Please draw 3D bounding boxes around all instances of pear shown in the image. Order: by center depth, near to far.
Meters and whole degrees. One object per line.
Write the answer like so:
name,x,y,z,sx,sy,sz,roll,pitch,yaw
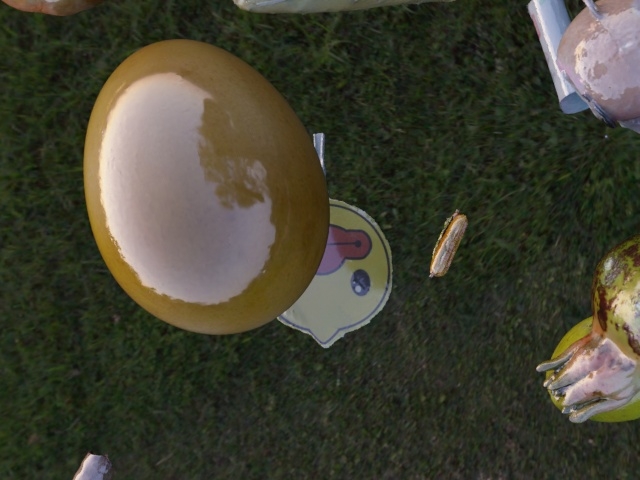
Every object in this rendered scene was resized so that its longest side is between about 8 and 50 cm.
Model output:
pear,0.561,0.241,1.520,0.269,0.212,0.212,-17,91,-5

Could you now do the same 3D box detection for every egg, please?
egg,-0.123,-0.059,0.850,0.250,0.250,0.322,-21,82,21

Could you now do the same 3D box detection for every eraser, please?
eraser,0.518,-0.399,1.700,0.081,0.174,0.227,-20,78,22

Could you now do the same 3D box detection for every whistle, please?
whistle,0.456,-0.215,1.104,0.189,0.189,0.348,-33,124,20

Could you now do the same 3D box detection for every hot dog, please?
hot dog,0.223,0.006,1.418,0.041,0.056,0.133,23,82,22

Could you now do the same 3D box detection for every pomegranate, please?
pomegranate,0.417,0.118,0.976,0.222,0.204,0.276,48,71,-27

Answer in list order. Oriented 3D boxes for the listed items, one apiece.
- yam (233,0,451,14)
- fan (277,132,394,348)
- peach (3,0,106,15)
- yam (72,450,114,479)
yam,0.110,-0.234,0.659,0.371,0.083,0.083,-9,95,-19
fan,0.000,0.000,1.234,0.230,0.011,0.335,-3,88,18
peach,-0.357,-0.419,1.063,0.214,0.214,0.235,-30,43,21
yam,-0.305,0.364,0.897,0.046,0.046,0.264,21,75,16
